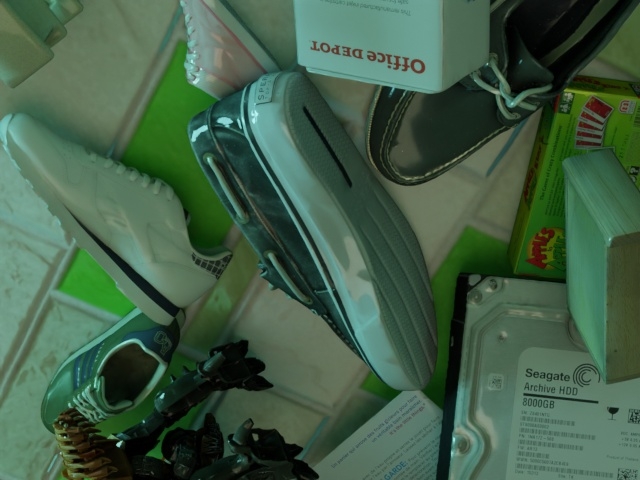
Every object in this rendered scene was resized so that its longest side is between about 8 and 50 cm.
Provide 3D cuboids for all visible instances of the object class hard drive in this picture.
[{"bbox_3d":[0.228,0.207,1.053,0.237,0.064,0.338,7,88,-5],"label":"hard drive"}]

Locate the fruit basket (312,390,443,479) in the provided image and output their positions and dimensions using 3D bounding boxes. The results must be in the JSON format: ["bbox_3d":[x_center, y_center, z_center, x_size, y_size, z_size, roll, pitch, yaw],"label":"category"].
[{"bbox_3d":[0.103,0.351,1.181,0.353,0.165,0.327,44,109,-7],"label":"fruit basket"}]

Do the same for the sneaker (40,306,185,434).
[{"bbox_3d":[-0.205,0.136,1.079,0.064,0.086,0.192,41,110,-19],"label":"sneaker"}]

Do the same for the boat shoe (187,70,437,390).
[{"bbox_3d":[0.000,0.000,1.010,0.119,0.121,0.335,-12,120,30],"label":"boat shoe"}]

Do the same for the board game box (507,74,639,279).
[{"bbox_3d":[0.233,-0.053,1.011,0.092,0.043,0.181,7,117,-4],"label":"board game box"}]

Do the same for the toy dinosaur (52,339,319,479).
[{"bbox_3d":[-0.133,0.215,1.043,0.218,0.322,0.164,-33,79,7],"label":"toy dinosaur"}]

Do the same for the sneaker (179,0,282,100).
[{"bbox_3d":[-0.098,-0.169,0.941,0.070,0.051,0.134,-36,117,11],"label":"sneaker"}]

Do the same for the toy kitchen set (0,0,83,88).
[{"bbox_3d":[-0.308,-0.154,0.880,0.207,0.166,0.122,-33,113,15],"label":"toy kitchen set"}]

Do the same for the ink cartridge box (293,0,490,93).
[{"bbox_3d":[0.052,-0.222,0.866,0.140,0.082,0.190,16,125,32],"label":"ink cartridge box"}]

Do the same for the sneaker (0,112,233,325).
[{"bbox_3d":[-0.182,-0.034,1.003,0.095,0.090,0.235,-42,113,1],"label":"sneaker"}]

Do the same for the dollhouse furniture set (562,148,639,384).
[{"bbox_3d":[0.330,0.002,0.920,0.242,0.212,0.161,-13,128,-2],"label":"dollhouse furniture set"}]

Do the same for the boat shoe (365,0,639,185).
[{"bbox_3d":[0.153,-0.156,0.924,0.116,0.099,0.319,37,112,-20],"label":"boat shoe"}]
